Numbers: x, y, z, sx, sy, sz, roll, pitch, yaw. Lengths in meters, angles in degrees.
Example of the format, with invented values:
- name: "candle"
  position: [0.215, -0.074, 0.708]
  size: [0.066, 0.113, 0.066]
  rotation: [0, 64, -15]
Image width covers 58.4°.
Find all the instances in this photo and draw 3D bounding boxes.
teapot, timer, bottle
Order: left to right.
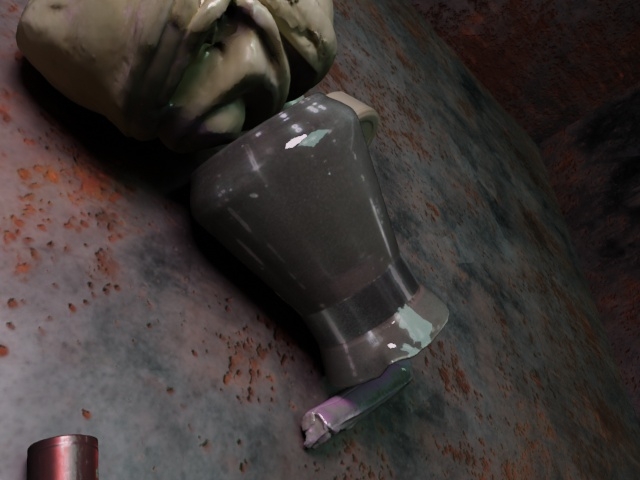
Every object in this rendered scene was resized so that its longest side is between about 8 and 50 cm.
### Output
- name: "bottle"
  position: [-0.203, 0.242, 0.448]
  size: [0.060, 0.060, 0.164]
  rotation: [18, 48, -44]
- name: "timer"
  position: [-0.046, -0.242, 1.044]
  size: [0.266, 0.175, 0.175]
  rotation: [44, 29, 16]
- name: "teapot"
  position: [0.000, 0.000, 0.800]
  size: [0.344, 0.253, 0.300]
  rotation: [59, 1, -8]

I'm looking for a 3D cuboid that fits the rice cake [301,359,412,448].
- name: "rice cake"
  position: [0.062, 0.224, 0.818]
  size: [0.270, 0.055, 0.049]
  rotation: [-11, 66, -54]

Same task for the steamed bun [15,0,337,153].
- name: "steamed bun"
  position: [-0.146, -0.237, 0.689]
  size: [0.352, 0.339, 0.247]
  rotation: [8, 55, -48]
